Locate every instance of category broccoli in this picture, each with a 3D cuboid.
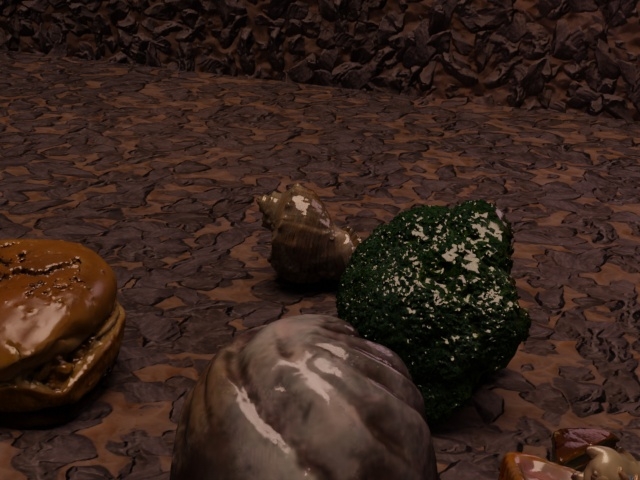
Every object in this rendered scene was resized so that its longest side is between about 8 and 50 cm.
[{"bbox_3d":[0.158,0.092,1.572,0.275,0.307,0.308,18,9,-35],"label":"broccoli"}]

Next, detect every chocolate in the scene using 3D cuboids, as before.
[{"bbox_3d":[-0.014,0.185,1.245,0.303,0.212,0.303,4,8,-1],"label":"chocolate"}]

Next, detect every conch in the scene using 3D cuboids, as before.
[{"bbox_3d":[0.000,0.000,1.922,0.245,0.163,0.178,32,41,-1],"label":"conch"}]

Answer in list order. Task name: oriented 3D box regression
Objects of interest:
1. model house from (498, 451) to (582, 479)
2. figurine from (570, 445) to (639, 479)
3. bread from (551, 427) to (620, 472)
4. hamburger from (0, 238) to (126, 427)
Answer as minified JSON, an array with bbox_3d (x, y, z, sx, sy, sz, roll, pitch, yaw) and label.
[{"bbox_3d":[0.167,0.316,1.002,0.237,0.202,0.237,0,13,-27],"label":"model house"},{"bbox_3d":[0.257,0.207,0.997,0.083,0.047,0.050,13,23,-22],"label":"figurine"},{"bbox_3d":[0.302,0.251,1.416,0.109,0.043,0.062,-14,27,-34],"label":"bread"},{"bbox_3d":[-0.416,0.116,1.561,0.305,0.174,0.284,-3,32,8],"label":"hamburger"}]
